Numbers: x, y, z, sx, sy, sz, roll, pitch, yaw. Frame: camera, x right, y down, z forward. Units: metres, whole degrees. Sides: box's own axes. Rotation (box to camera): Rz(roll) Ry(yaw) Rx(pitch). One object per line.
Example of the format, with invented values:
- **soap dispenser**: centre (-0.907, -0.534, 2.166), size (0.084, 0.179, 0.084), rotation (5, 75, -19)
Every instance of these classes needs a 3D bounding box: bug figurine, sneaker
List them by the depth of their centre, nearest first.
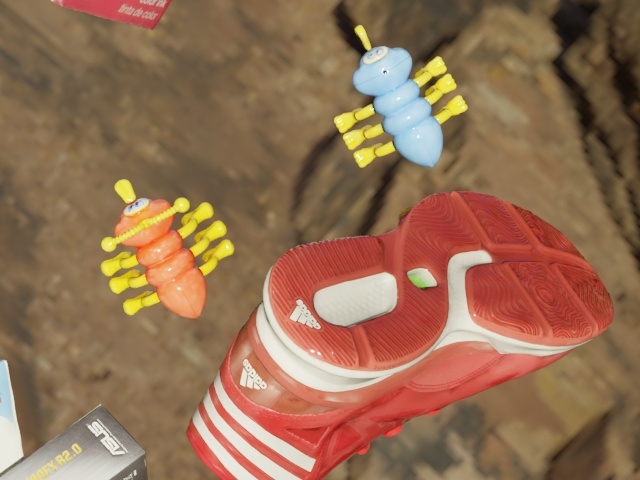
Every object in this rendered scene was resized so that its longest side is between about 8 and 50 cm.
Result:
- **sneaker**: centre (0.025, 0.052, 0.853), size (0.221, 0.128, 0.087), rotation (-3, 53, -47)
- **bug figurine**: centre (0.000, 0.000, 1.331), size (0.216, 0.279, 0.072), rotation (57, -1, -10)

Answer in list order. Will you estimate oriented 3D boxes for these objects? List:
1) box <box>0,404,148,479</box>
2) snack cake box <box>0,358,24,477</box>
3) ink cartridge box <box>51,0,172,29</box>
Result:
- **box**: centre (-0.210, 0.247, 1.469), size (0.056, 0.183, 0.231), rotation (43, -25, 26)
- **snack cake box**: centre (-0.357, 0.140, 1.499), size (0.152, 0.089, 0.264), rotation (-15, 11, -35)
- **ink cartridge box**: centre (-0.122, -0.317, 1.188), size (0.226, 0.306, 0.131), rotation (41, 13, 23)
